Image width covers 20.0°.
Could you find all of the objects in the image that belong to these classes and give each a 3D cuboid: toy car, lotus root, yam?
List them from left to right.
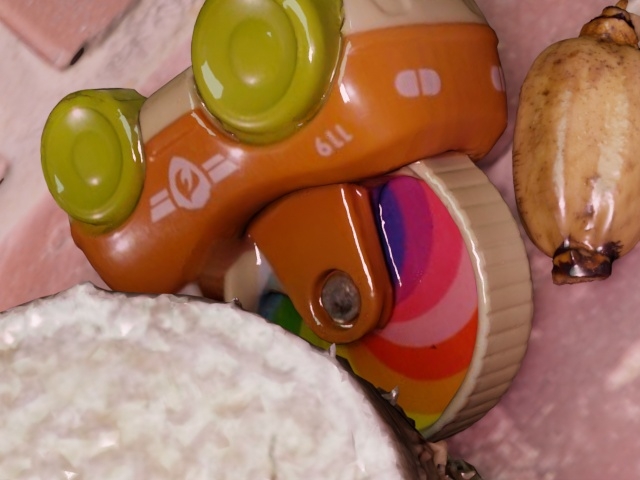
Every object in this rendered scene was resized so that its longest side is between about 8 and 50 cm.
[{"bbox_3d":[-0.036,0.156,0.689,0.241,0.348,0.241,-5,67,13],"label":"yam"},{"bbox_3d":[0.000,0.000,0.849,0.235,0.145,0.235,5,99,37],"label":"toy car"},{"bbox_3d":[0.127,-0.048,0.852,0.072,0.063,0.152,9,71,15],"label":"lotus root"}]
